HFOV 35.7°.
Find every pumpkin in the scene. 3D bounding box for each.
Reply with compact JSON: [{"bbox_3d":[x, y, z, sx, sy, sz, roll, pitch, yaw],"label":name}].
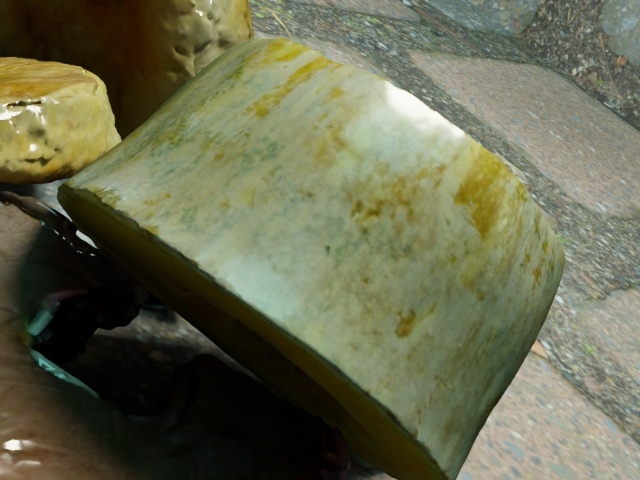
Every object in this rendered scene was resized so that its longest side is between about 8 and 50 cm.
[{"bbox_3d":[0.000,0.000,0.688,0.332,0.199,0.332,32,-15,10],"label":"pumpkin"}]

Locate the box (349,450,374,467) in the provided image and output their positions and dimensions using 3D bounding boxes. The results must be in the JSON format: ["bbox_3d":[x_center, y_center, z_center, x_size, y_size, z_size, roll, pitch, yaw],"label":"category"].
[{"bbox_3d":[0.072,0.117,0.869,0.172,0.093,0.124,-1,40,-46],"label":"box"}]

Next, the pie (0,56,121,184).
[{"bbox_3d":[-0.314,-0.104,0.781,0.339,0.083,0.339,8,13,-2],"label":"pie"}]

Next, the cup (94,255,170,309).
[{"bbox_3d":[-0.151,0.010,0.867,0.100,0.078,0.077,-8,29,-5],"label":"cup"}]

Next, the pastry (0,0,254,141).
[{"bbox_3d":[-0.197,-0.233,0.974,0.329,0.330,0.136,39,36,17],"label":"pastry"}]

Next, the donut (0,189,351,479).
[{"bbox_3d":[-0.162,0.119,0.592,0.345,0.136,0.259,32,29,6],"label":"donut"}]
